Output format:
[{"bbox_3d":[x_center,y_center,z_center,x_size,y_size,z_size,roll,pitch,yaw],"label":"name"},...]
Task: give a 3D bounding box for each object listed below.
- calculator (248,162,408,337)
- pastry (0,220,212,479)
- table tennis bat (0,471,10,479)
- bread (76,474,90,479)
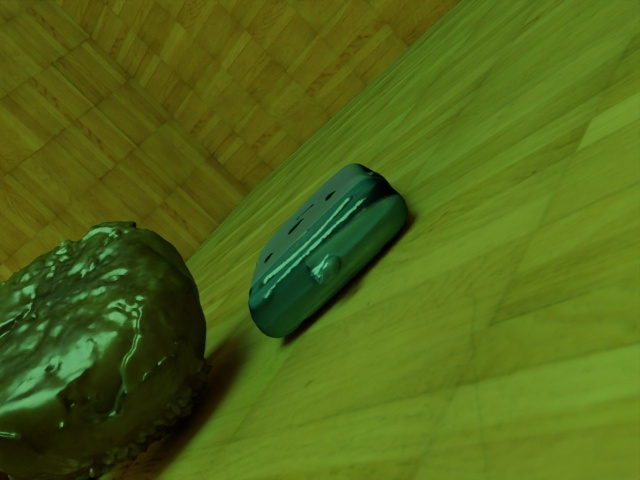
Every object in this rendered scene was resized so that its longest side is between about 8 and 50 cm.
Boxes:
[{"bbox_3d":[0.000,0.000,0.674,0.173,0.051,0.293,-43,9,6],"label":"calculator"},{"bbox_3d":[-0.227,0.117,0.699,0.255,0.162,0.311,-30,34,-1],"label":"pastry"},{"bbox_3d":[-0.468,0.420,0.780,0.415,0.051,0.268,-57,10,-10],"label":"table tennis bat"},{"bbox_3d":[-0.258,0.218,0.844,0.286,0.056,0.207,-50,9,-10],"label":"bread"}]
